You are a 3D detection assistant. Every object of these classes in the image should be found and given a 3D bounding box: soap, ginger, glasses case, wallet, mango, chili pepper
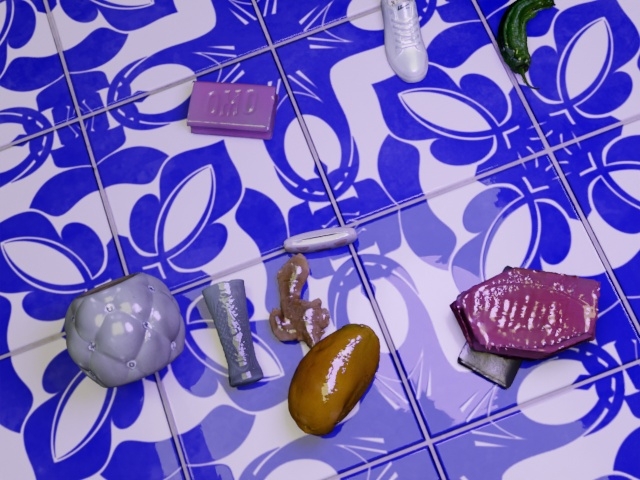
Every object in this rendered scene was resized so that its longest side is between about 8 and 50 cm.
[{"bbox_3d":[0.411,0.151,1.516,0.289,0.112,0.182,8,72,3],"label":"soap"},{"bbox_3d":[-0.039,0.136,1.613,0.133,0.059,0.214,7,73,15],"label":"ginger"},{"bbox_3d":[0.000,0.000,1.643,0.164,0.063,0.041,-9,74,2],"label":"glasses case"},{"bbox_3d":[0.398,0.181,1.576,0.124,0.025,0.244,28,77,9],"label":"wallet"},{"bbox_3d":[0.029,0.278,1.506,0.151,0.156,0.248,39,85,-7],"label":"mango"},{"bbox_3d":[0.473,-0.471,1.734,0.122,0.065,0.278,11,71,12],"label":"chili pepper"},{"bbox_3d":[-0.206,-0.308,1.747,0.203,0.065,0.122,4,74,7],"label":"soap"}]

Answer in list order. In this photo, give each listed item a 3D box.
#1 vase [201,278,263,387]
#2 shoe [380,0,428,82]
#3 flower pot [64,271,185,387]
[{"bbox_3d":[-0.184,0.201,1.590,0.096,0.096,0.219,-16,77,0],"label":"vase"},{"bbox_3d":[0.192,-0.507,1.747,0.095,0.110,0.264,-13,71,0],"label":"shoe"},{"bbox_3d":[-0.404,0.180,1.534,0.246,0.246,0.195,-19,97,-1],"label":"flower pot"}]
